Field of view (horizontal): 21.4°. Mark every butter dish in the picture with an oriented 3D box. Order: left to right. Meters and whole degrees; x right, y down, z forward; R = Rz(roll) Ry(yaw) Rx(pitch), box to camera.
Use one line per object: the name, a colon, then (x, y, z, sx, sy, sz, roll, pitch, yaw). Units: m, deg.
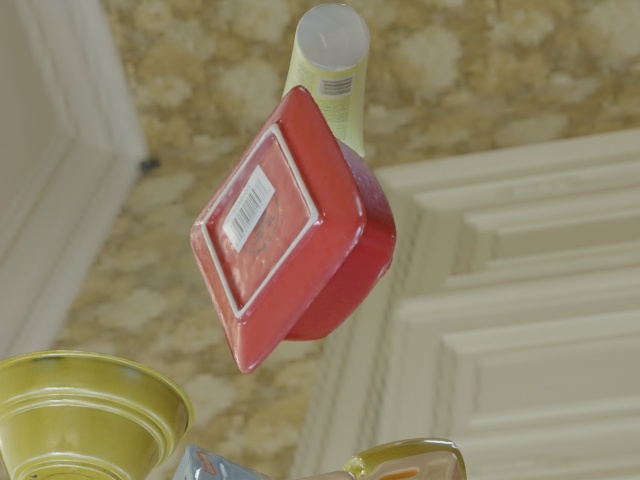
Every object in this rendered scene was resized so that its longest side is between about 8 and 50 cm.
butter dish: (0.000, 0.000, 1.197, 0.118, 0.160, 0.160, 16, -146, -36)

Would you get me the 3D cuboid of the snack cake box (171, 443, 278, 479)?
snack cake box: (-0.085, 0.273, 1.274, 0.152, 0.089, 0.264, -64, 11, 8)

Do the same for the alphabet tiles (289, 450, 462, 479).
alphabet tiles: (0.001, 0.217, 0.983, 0.284, 0.278, 0.021, -67, -41, -61)

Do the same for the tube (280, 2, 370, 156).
tube: (0.003, -0.130, 1.465, 0.070, 0.062, 0.240, 60, 169, 14)

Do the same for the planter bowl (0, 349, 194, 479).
planter bowl: (-0.229, 0.197, 1.599, 0.217, 0.217, 0.090, 62, -157, -51)

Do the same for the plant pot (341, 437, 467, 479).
plant pot: (0.071, 0.255, 1.684, 0.134, 0.095, 0.134, -166, 90, -68)
